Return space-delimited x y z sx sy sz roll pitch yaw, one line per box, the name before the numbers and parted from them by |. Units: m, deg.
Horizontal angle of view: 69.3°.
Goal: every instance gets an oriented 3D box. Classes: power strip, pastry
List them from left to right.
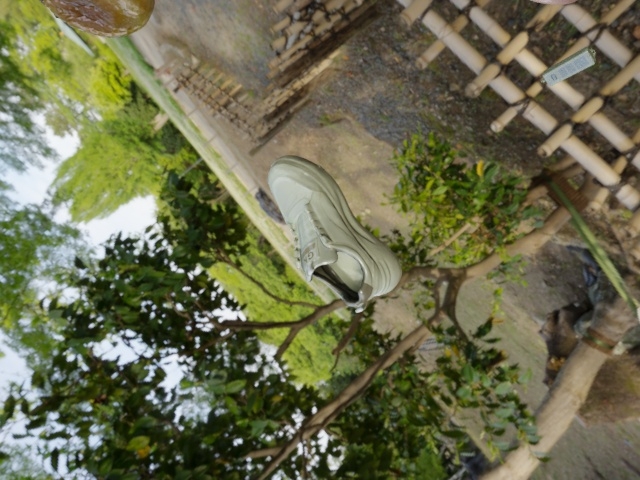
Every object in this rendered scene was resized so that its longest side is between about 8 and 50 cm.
pastry | -0.667 -0.737 1.361 0.356 0.163 0.356 8 164 2
power strip | 0.386 -0.269 0.724 0.027 0.017 0.083 42 141 -20

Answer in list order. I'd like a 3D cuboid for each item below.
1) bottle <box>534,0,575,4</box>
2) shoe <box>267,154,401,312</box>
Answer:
bottle | 0.460 -0.614 0.831 0.173 0.206 0.296 17 144 9
shoe | 0.000 0.000 0.805 0.316 0.159 0.124 44 130 -1
